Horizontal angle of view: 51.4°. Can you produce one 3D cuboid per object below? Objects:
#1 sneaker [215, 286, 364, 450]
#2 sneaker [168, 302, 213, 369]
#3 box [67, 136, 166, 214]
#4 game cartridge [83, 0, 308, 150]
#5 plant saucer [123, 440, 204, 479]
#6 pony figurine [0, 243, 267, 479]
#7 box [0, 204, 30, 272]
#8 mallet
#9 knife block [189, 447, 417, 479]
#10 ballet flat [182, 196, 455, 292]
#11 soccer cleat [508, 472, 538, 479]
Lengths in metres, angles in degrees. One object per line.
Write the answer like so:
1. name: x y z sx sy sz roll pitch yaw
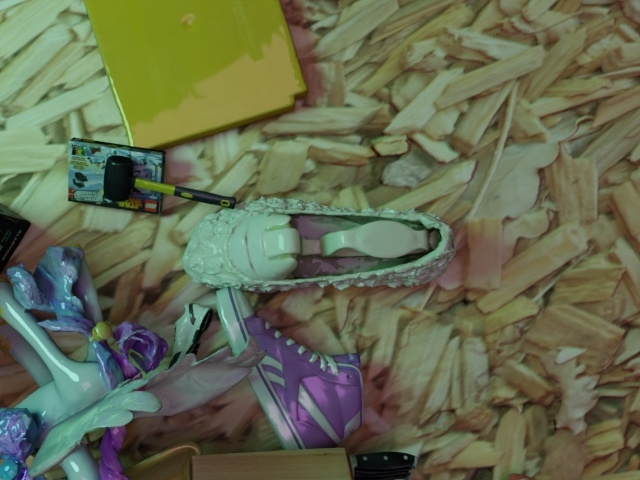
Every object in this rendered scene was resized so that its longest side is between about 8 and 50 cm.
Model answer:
1. sneaker: -0.034 0.169 0.966 0.161 0.102 0.282 -29 99 -9
2. sneaker: -0.200 0.143 0.985 0.043 0.040 0.109 22 81 15
3. box: -0.300 -0.094 0.978 0.136 0.027 0.094 9 113 -3
4. game cartridge: -0.196 -0.321 1.015 0.285 0.052 0.324 -17 90 -5
5. plant saucer: -0.258 0.489 0.930 0.332 0.081 0.333 -24 88 -4
6. pony figurine: -0.289 0.189 0.832 0.351 0.302 0.364 -43 72 24
7. box: -0.519 0.072 0.837 0.073 0.293 0.296 30 85 -1
8. mallet: -0.219 -0.065 0.955 0.189 0.039 0.062 19 114 -10
9. knife block: -0.005 0.330 0.886 0.242 0.276 0.088 -30 44 15
10. ballet flat: 0.000 0.000 0.958 0.408 0.147 0.147 -3 86 -3
11. soccer cleat: 0.235 0.483 0.950 0.108 0.116 0.318 34 88 -13
